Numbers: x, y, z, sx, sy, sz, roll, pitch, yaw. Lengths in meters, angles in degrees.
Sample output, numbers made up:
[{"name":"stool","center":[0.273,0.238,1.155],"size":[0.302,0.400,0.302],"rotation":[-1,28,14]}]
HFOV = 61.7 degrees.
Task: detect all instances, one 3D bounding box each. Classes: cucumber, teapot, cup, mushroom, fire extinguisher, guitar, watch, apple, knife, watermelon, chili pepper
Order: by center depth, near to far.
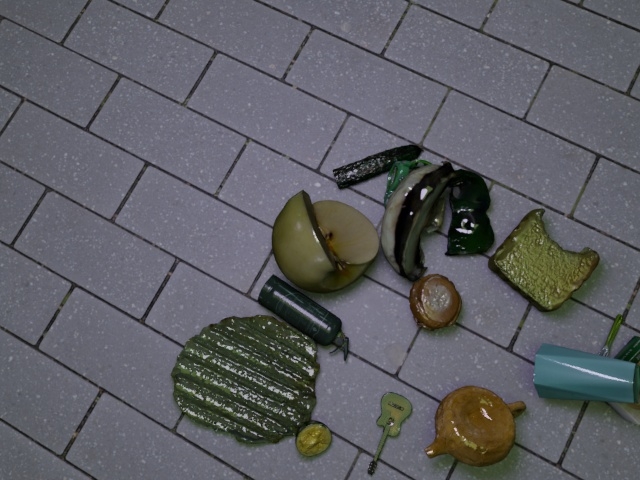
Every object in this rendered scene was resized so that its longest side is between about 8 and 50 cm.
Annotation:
[{"name":"cup","center":[0.696,0.351,1.400],"size":[0.235,0.148,0.134],"rotation":[-3,47,39]},{"name":"teapot","center":[0.416,0.506,1.440],"size":[0.311,0.167,0.203],"rotation":[-16,52,-20]},{"name":"watermelon","center":[-0.025,0.545,1.494],"size":[0.105,0.062,0.105],"rotation":[-6,109,-18]},{"name":"mushroom","center":[0.264,-0.059,1.505],"size":[0.130,0.344,0.247],"rotation":[28,37,28]},{"name":"guitar","center":[0.182,0.544,1.505],"size":[0.088,0.025,0.233],"rotation":[22,82,8]},{"name":"apple","center":[-0.006,0.014,1.512],"size":[0.233,0.295,0.258],"rotation":[-53,56,30]},{"name":"knife","center":[0.815,0.290,1.518],"size":[0.022,0.026,0.184],"rotation":[36,78,-30]},{"name":"fire extinguisher","center":[-0.038,0.226,1.552],"size":[0.311,0.095,0.114],"rotation":[31,104,10]},{"name":"chili pepper","center":[0.440,-0.091,1.571],"size":[0.148,0.116,0.265],"rotation":[1,79,-2]},{"name":"watch","center":[0.277,-0.155,1.608],"size":[0.152,0.131,0.165],"rotation":[13,75,-12]},{"name":"cucumber","center":[0.181,-0.237,1.646],"size":[0.293,0.067,0.067],"rotation":[-21,78,-1]}]

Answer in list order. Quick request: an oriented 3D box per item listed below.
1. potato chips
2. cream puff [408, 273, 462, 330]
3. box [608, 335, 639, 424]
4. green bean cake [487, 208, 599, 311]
[{"name":"potato chips","center":[-0.210,0.385,1.542],"size":[0.429,0.070,0.358],"rotation":[22,83,8]},{"name":"cream puff","center":[0.320,0.177,1.525],"size":[0.150,0.115,0.165],"rotation":[30,73,2]},{"name":"box","center":[0.862,0.377,1.460],"size":[0.135,0.081,0.199],"rotation":[44,87,2]},{"name":"green bean cake","center":[0.628,0.058,1.525],"size":[0.236,0.124,0.233],"rotation":[43,85,11]}]
